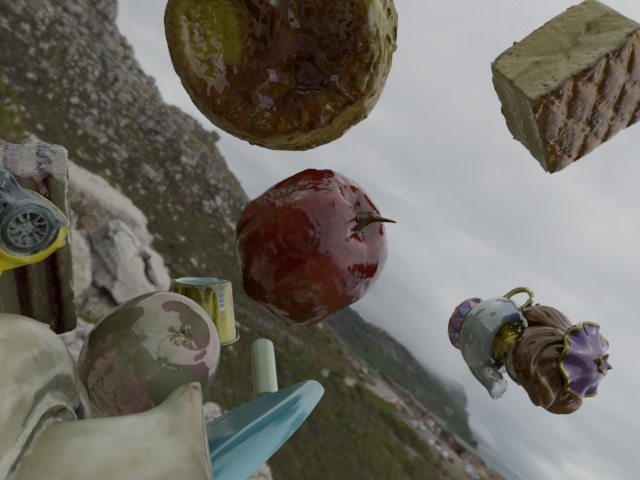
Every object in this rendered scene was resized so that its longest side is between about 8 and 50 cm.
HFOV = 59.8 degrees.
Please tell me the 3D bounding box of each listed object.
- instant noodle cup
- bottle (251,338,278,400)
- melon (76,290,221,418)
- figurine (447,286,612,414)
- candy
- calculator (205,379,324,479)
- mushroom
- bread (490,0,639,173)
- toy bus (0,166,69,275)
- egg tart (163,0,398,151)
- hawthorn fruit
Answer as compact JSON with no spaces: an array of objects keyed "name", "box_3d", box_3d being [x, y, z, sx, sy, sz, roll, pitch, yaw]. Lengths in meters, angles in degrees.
[{"name":"instant noodle cup","box_3d":[-0.284,0.166,1.334,0.182,0.145,0.182,2,2,0]},{"name":"bottle","box_3d":[-0.168,0.392,1.666,0.072,0.072,0.202,43,21,-35]},{"name":"melon","box_3d":[-0.294,0.213,0.953,0.223,0.223,0.317,41,-46,-12]},{"name":"figurine","box_3d":[0.327,0.173,0.884,0.142,0.190,0.263,23,-1,-30]},{"name":"candy","box_3d":[-0.498,-0.001,0.960,0.135,0.321,0.179,-2,31,-23]},{"name":"calculator","box_3d":[-0.141,0.295,0.799,0.055,0.256,0.386,65,25,5]},{"name":"mushroom","box_3d":[-0.313,0.202,0.536,0.315,0.356,0.315,39,-23,20]},{"name":"bread","box_3d":[0.568,-0.348,1.266,0.279,0.279,0.207,44,15,-46]},{"name":"toy bus","box_3d":[-0.442,-0.002,0.562,0.144,0.152,0.330,30,17,39]},{"name":"egg tart","box_3d":[-0.070,-0.389,1.066,0.443,0.443,0.178,41,26,-17]},{"name":"hawthorn fruit","box_3d":[-0.017,0.009,0.919,0.258,0.262,0.258,23,23,-10]}]
